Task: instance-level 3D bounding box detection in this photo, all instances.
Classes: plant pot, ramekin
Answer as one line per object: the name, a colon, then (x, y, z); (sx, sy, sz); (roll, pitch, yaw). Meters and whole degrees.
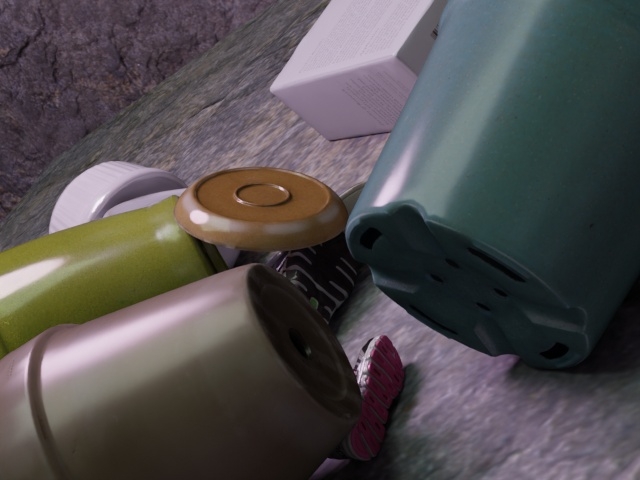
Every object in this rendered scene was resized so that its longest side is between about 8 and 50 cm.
plant pot: (0.212, -0.080, 1.139); (0.341, 0.341, 0.334); (-7, 47, 59)
plant pot: (-0.079, -0.050, 1.596); (0.236, 0.032, 0.236); (2, 25, -1)
plant pot: (-0.125, 0.173, 1.195); (0.280, 0.323, 0.323); (-36, 20, 15)
plant pot: (-0.294, 0.118, 1.677); (0.353, 0.366, 0.366); (-29, 20, 1)
ramekin: (-0.360, -0.018, 2.118); (0.127, 0.273, 0.273); (29, 69, 36)

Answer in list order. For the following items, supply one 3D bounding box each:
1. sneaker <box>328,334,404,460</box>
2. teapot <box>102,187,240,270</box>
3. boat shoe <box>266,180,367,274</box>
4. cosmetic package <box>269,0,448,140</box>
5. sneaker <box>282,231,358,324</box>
sneaker: (0.037, 0.171, 1.283); (0.075, 0.063, 0.170); (-20, 33, 34)
teapot: (-0.235, 0.027, 1.960); (0.253, 0.187, 0.256); (-2, 16, 23)
boat shoe: (0.000, 0.000, 1.695); (0.233, 0.084, 0.079); (-47, 24, -10)
cosmetic package: (0.119, -0.314, 1.993); (0.230, 0.161, 0.453); (-56, 22, -15)
sneaker: (-0.056, 0.095, 1.574); (0.162, 0.106, 0.281); (-31, 22, 37)
